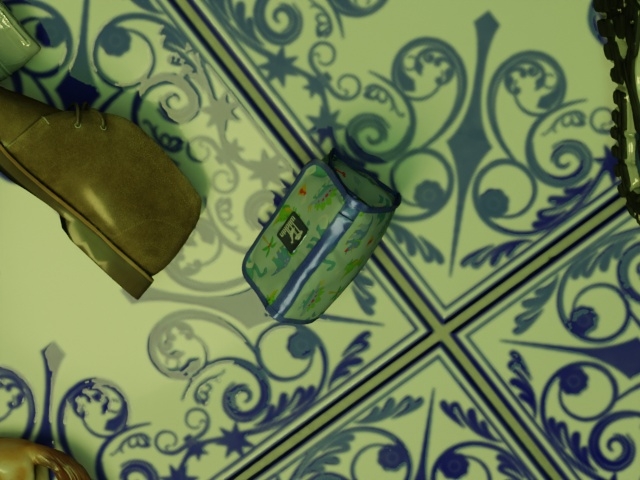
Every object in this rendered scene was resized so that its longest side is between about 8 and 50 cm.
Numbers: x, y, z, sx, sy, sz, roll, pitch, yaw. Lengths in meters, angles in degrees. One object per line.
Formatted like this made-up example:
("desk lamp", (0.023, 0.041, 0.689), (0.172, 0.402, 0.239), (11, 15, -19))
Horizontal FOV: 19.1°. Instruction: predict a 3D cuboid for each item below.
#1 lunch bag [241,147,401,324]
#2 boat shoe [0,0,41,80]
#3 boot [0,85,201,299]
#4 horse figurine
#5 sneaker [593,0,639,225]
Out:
("lunch bag", (0.000, 0.000, 1.643), (0.096, 0.151, 0.129), (33, 103, -5))
("boat shoe", (-0.310, -0.228, 1.651), (0.063, 0.066, 0.184), (-32, 99, -1))
("boot", (-0.231, -0.090, 1.656), (0.115, 0.112, 0.305), (-47, 112, -1))
("horse figurine", (-0.319, 0.249, 1.762), (0.263, 0.066, 0.174), (-17, 108, 9))
("sneaker", (0.322, -0.175, 1.617), (0.147, 0.130, 0.330), (-10, 106, -10))
